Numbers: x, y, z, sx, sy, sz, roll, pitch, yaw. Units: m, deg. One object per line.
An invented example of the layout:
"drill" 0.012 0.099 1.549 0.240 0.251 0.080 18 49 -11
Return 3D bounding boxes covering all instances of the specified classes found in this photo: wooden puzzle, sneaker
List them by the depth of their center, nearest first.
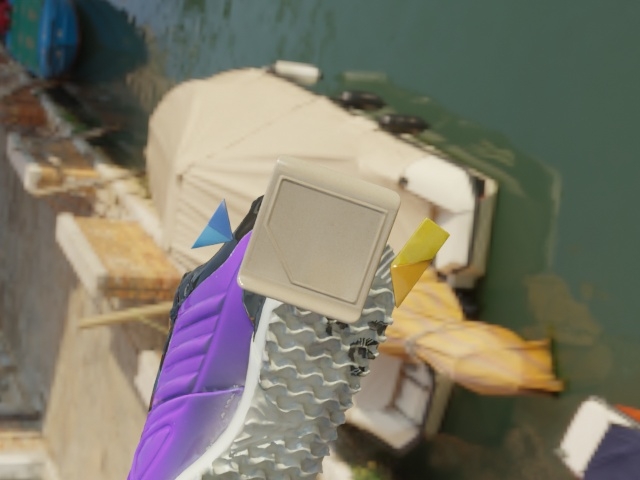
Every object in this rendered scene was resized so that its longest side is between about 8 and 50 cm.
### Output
"wooden puzzle" 0.000 0.000 0.605 0.014 0.116 0.078 -105 40 -83
"sneaker" -0.061 0.097 0.767 0.293 0.102 0.146 -60 37 10
